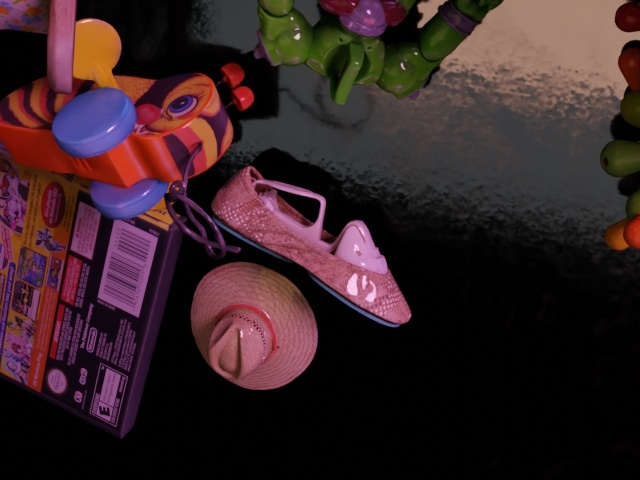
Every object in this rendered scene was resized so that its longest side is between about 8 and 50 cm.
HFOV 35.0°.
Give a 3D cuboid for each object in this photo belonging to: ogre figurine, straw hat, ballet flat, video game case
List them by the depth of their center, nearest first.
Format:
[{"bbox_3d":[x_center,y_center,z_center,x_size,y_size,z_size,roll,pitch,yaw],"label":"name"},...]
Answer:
[{"bbox_3d":[0.027,-0.175,0.781,0.197,0.097,0.118,0,130,-28],"label":"ogre figurine"},{"bbox_3d":[0.000,0.000,0.896,0.206,0.073,0.067,30,106,2],"label":"ballet flat"},{"bbox_3d":[-0.077,0.098,0.973,0.144,0.061,0.145,9,116,19],"label":"straw hat"},{"bbox_3d":[-0.279,0.044,1.044,0.248,0.035,0.275,24,121,10],"label":"video game case"}]

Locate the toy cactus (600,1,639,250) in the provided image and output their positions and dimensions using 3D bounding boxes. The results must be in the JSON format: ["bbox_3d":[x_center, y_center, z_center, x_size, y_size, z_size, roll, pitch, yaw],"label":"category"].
[{"bbox_3d":[0.293,-0.067,0.729,0.180,0.112,0.219,-2,106,20],"label":"toy cactus"}]

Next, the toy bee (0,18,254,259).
[{"bbox_3d":[-0.141,-0.091,0.882,0.298,0.162,0.195,35,153,18],"label":"toy bee"}]

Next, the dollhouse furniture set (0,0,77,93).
[{"bbox_3d":[-0.353,-0.117,0.697,0.362,0.257,0.394,2,145,-13],"label":"dollhouse furniture set"}]
